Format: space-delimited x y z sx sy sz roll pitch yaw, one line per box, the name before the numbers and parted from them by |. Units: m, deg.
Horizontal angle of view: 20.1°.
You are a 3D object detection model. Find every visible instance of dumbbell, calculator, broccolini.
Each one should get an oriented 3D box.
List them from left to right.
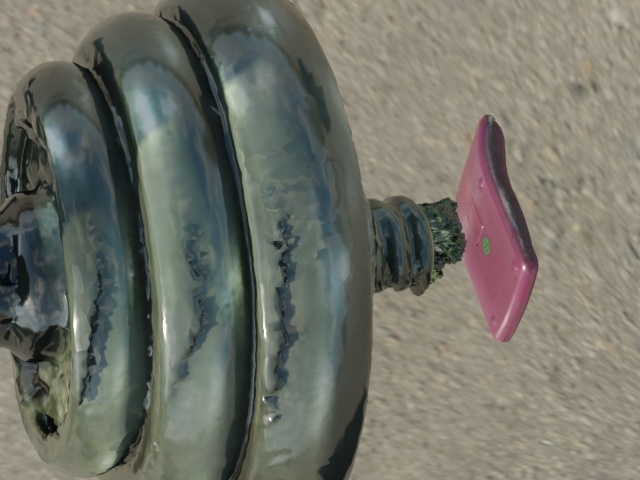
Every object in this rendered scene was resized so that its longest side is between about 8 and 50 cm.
dumbbell | -0.159 0.017 0.506 0.406 0.179 0.179 -5 78 -19
broccolini | 0.000 -0.001 1.352 0.216 0.058 0.067 0 64 -3
calculator | 0.159 -0.010 1.687 0.034 0.127 0.190 -1 51 -13
